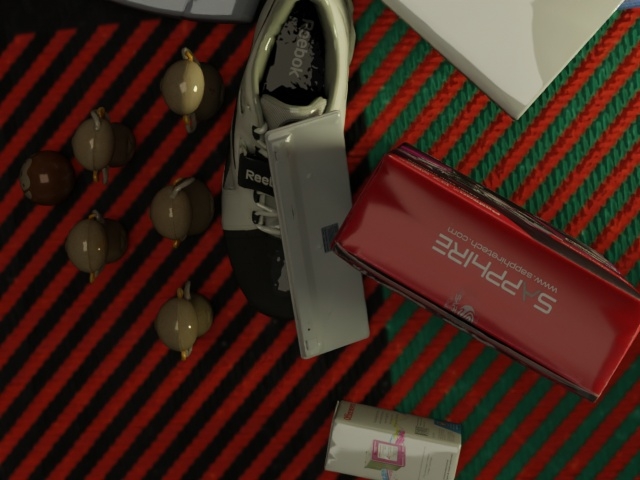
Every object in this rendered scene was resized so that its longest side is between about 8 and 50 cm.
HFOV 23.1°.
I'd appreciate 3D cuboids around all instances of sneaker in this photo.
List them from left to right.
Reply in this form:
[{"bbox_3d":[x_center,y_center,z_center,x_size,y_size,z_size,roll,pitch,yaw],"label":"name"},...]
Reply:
[{"bbox_3d":[-0.034,-0.084,1.443,0.122,0.146,0.331,3,96,3],"label":"sneaker"}]

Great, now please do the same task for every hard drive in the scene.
[{"bbox_3d":[0.124,-0.313,1.422,0.353,0.047,0.233,42,94,-1],"label":"hard drive"}]

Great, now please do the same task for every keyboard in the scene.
[{"bbox_3d":[0.000,0.000,1.436,0.072,0.014,0.256,-22,127,-18],"label":"keyboard"}]

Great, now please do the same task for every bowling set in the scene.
[{"bbox_3d":[-0.193,-0.033,1.452,0.199,0.154,0.287,0,94,4],"label":"bowling set"}]

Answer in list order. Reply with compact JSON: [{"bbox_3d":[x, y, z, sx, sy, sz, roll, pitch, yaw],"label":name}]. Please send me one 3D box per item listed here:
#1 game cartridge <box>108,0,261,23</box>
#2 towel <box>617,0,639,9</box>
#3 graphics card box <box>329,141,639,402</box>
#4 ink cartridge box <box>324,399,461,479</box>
[{"bbox_3d":[-0.177,-0.324,1.483,0.297,0.062,0.198,21,91,3],"label":"game cartridge"},{"bbox_3d":[0.310,-0.360,1.452,0.209,0.034,0.285,-6,94,6],"label":"towel"},{"bbox_3d":[0.141,0.013,1.322,0.232,0.371,0.094,30,96,3],"label":"graphics card box"},{"bbox_3d":[0.068,0.194,1.480,0.122,0.088,0.052,12,98,4],"label":"ink cartridge box"}]
